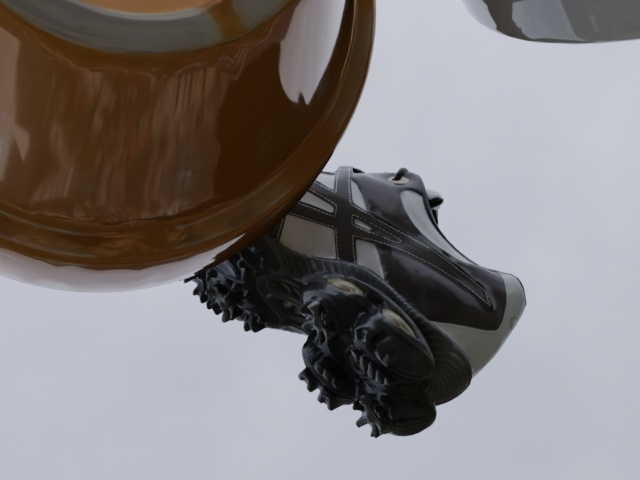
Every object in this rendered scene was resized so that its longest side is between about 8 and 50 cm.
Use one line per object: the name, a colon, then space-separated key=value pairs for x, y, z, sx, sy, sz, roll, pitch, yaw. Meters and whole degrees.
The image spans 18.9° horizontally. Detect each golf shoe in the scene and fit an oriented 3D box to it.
golf shoe: x=0.000 y=0.000 z=0.815 sx=0.094 sy=0.198 sz=0.077 roll=-33 pitch=-32 yaw=-28

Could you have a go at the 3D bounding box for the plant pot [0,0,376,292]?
plant pot: x=-0.070 y=-0.098 z=0.655 sx=0.205 sy=0.205 sz=0.188 roll=-16 pitch=-8 yaw=-13

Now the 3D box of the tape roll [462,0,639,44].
tape roll: x=0.151 y=-0.180 z=0.633 sx=0.286 sy=0.286 sz=0.100 roll=-29 pitch=-67 yaw=4
